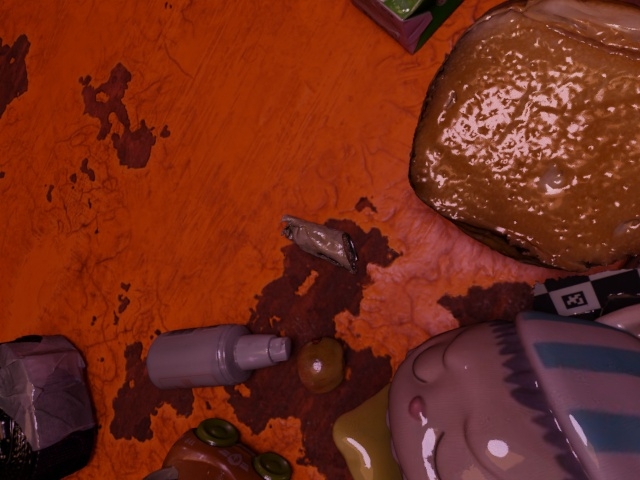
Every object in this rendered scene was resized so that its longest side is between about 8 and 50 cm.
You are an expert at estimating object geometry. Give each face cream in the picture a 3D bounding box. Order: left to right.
[{"bbox_3d":[-0.160,0.190,0.673,0.251,0.101,0.101,-11,82,21],"label":"face cream"}]

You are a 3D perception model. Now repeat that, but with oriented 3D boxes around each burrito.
[{"bbox_3d":[0.000,0.000,0.655,0.149,0.041,0.055,25,109,18],"label":"burrito"}]

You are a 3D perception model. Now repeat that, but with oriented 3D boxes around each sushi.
[{"bbox_3d":[0.384,0.105,0.429,0.279,0.043,0.193,-8,121,22],"label":"sushi"}]

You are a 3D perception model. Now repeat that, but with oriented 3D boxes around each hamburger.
[{"bbox_3d":[0.268,-0.119,0.484,0.304,0.174,0.284,32,100,21],"label":"hamburger"}]

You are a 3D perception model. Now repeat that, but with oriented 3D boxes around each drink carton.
[{"bbox_3d":[0.168,-0.441,0.586,0.271,0.108,0.161,-45,71,13],"label":"drink carton"}]

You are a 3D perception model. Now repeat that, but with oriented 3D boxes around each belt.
[{"bbox_3d":[-0.569,0.332,0.794,0.184,0.164,0.289,-23,75,24],"label":"belt"}]

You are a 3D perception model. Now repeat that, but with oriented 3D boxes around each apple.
[{"bbox_3d":[0.003,0.189,0.618,0.071,0.084,0.084,-14,81,12],"label":"apple"}]

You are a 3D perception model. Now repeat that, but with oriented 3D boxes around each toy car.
[{"bbox_3d":[-0.173,0.398,0.598,0.235,0.235,0.145,21,94,22],"label":"toy car"}]

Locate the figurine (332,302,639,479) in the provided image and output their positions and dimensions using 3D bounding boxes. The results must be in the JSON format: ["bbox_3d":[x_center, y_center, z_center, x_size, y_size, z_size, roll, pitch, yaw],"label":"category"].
[{"bbox_3d":[0.251,0.231,0.366,0.361,0.266,0.377,54,134,4],"label":"figurine"}]

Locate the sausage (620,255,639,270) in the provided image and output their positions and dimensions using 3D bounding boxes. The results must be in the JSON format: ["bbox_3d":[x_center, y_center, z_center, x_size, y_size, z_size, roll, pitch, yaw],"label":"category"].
[{"bbox_3d":[0.433,-0.010,0.461,0.078,0.078,0.304,41,101,20],"label":"sausage"}]
